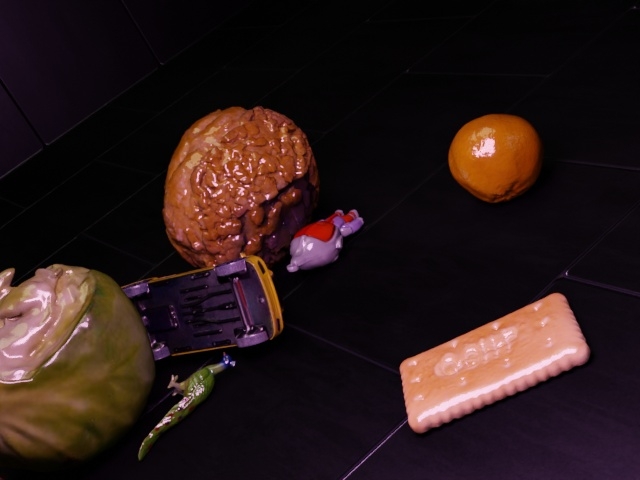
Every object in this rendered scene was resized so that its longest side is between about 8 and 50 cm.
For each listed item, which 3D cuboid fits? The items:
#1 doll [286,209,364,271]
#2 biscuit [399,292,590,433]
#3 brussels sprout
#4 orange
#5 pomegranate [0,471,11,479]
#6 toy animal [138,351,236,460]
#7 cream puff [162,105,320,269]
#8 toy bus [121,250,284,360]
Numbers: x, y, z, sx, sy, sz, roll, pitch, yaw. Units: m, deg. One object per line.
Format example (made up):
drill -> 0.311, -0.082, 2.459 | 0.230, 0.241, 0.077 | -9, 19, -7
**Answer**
doll -> 0.000, 0.000, 1.913 | 0.102, 0.075, 0.227 | -3, 25, 29
biscuit -> 0.221, 0.156, 1.418 | 0.249, 0.030, 0.160 | -25, 25, 11
brussels sprout -> -0.447, 0.223, 1.715 | 0.371, 0.315, 0.276 | -23, 31, -23
orange -> 0.289, -0.132, 1.768 | 0.159, 0.159, 0.136 | -21, 69, 19
pomegranate -> -0.555, 0.403, 1.607 | 0.222, 0.204, 0.276 | -19, 26, 27
toy animal -> -0.228, 0.257, 1.719 | 0.217, 0.041, 0.075 | -44, 39, -20
cream puff -> -0.127, -0.080, 1.984 | 0.231, 0.343, 0.327 | 19, 91, 31
toy bus -> -0.190, 0.106, 1.829 | 0.331, 0.145, 0.151 | -12, 6, 35
